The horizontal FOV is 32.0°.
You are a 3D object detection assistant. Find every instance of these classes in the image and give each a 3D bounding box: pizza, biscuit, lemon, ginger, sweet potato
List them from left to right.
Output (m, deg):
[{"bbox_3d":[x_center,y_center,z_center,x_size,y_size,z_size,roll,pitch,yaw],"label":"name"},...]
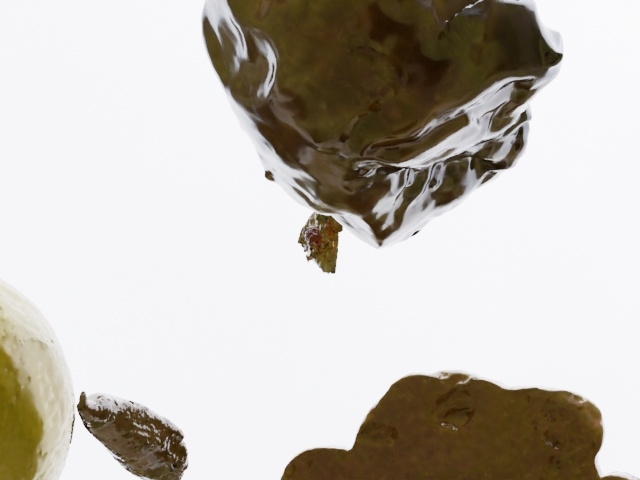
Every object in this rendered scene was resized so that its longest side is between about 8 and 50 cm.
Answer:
[{"bbox_3d":[-0.339,0.156,1.018,0.236,0.236,0.263,27,-46,-1],"label":"lemon"},{"bbox_3d":[-0.156,0.166,0.950,0.068,0.060,0.206,-14,-30,15],"label":"sweet potato"},{"bbox_3d":[-0.001,0.000,1.195,0.025,0.078,0.083,7,-39,-32],"label":"pizza"},{"bbox_3d":[0.031,-0.127,0.789,0.223,0.200,0.269,53,-14,12],"label":"ginger"},{"bbox_3d":[0.131,0.246,0.958,0.376,0.269,0.051,-5,-8,27],"label":"biscuit"}]
